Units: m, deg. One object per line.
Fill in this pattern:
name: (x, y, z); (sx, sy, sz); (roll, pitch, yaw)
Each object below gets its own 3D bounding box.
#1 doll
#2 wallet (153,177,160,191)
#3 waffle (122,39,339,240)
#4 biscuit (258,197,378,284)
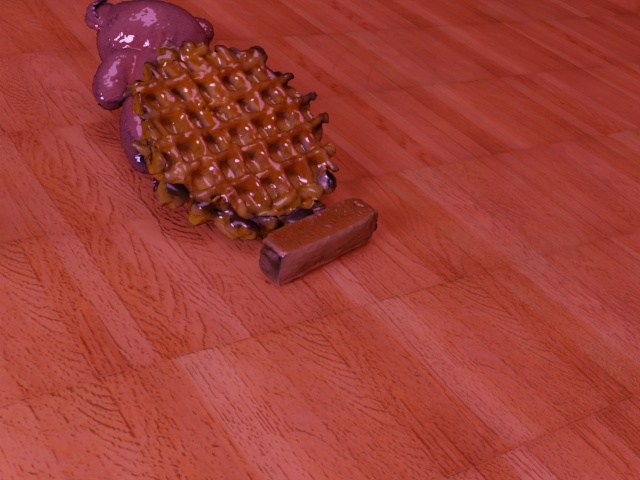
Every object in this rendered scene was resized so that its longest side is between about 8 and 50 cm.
doll: (-0.245, -0.209, 1.296); (0.201, 0.156, 0.303); (5, 61, -26)
wallet: (-0.146, -0.109, 1.198); (0.176, 0.026, 0.095); (-2, 67, -27)
waffle: (-0.115, -0.130, 1.167); (0.329, 0.062, 0.329); (15, 55, -23)
biscuit: (0.000, 0.000, 1.104); (0.052, 0.056, 0.188); (36, 39, 27)
